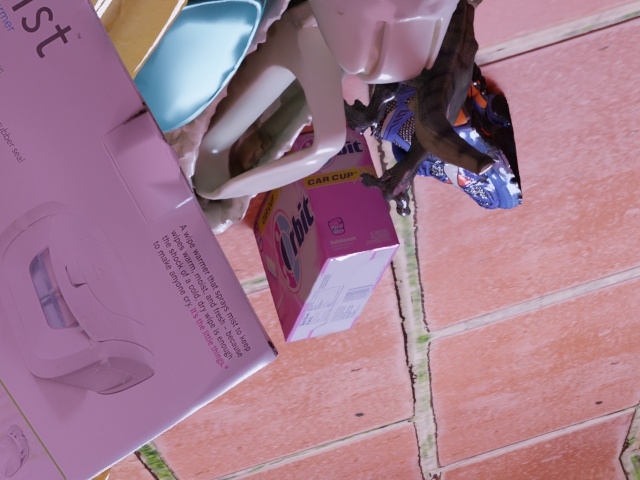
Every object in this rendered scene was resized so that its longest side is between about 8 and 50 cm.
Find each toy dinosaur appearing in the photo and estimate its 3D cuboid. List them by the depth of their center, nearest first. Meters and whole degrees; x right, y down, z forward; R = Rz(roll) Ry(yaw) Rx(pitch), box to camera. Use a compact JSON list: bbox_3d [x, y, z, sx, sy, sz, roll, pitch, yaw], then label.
[{"bbox_3d":[0.064,-0.090,1.097,0.064,0.268,0.118,30,124,-16],"label":"toy dinosaur"}]

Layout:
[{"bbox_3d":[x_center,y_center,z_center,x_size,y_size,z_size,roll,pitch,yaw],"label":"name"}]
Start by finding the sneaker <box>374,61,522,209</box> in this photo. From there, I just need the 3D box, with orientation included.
[{"bbox_3d":[0.102,-0.080,1.365,0.087,0.083,0.221,-10,157,18],"label":"sneaker"}]

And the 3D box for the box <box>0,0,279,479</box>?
[{"bbox_3d":[-0.180,-0.003,0.779,0.231,0.127,0.262,-34,124,-10],"label":"box"}]

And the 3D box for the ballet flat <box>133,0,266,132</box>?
[{"bbox_3d":[-0.068,-0.163,0.972,0.083,0.087,0.247,-6,150,-27],"label":"ballet flat"}]

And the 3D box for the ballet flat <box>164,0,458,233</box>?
[{"bbox_3d":[0.005,-0.127,1.069,0.147,0.147,0.409,-2,153,-36],"label":"ballet flat"}]

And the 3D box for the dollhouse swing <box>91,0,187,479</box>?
[{"bbox_3d":[-0.244,0.010,0.866,0.347,0.315,0.305,9,158,-31],"label":"dollhouse swing"}]

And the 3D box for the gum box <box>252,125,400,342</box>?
[{"bbox_3d":[0.000,0.000,1.418,0.062,0.107,0.188,-11,158,-17],"label":"gum box"}]
